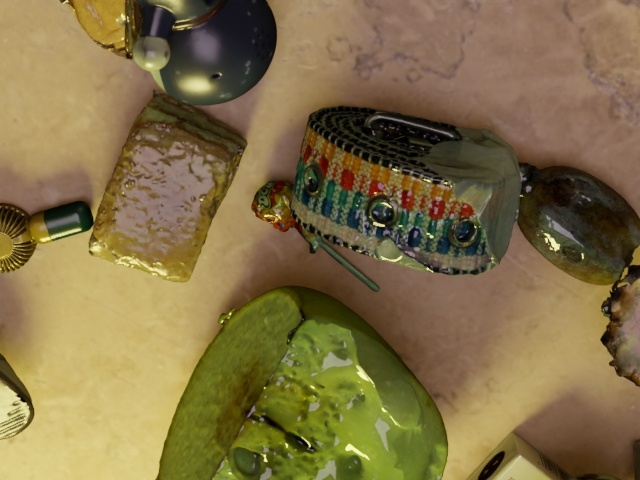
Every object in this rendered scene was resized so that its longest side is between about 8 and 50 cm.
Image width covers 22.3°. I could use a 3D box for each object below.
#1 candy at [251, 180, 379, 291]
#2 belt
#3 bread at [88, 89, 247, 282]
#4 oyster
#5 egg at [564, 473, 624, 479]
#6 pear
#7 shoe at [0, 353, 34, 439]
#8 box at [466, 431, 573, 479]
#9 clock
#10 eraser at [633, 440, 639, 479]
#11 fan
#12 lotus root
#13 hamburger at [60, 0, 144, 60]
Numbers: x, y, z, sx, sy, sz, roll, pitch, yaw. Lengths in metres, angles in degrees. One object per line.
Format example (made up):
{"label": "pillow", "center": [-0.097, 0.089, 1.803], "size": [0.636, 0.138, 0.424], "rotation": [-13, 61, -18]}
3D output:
{"label": "candy", "center": [0.000, 0.000, 1.941], "size": [0.060, 0.060, 0.201], "rotation": [-43, 112, 13]}
{"label": "belt", "center": [0.099, -0.060, 1.831], "size": [0.257, 0.207, 0.150], "rotation": [14, 112, 3]}
{"label": "bread", "center": [-0.179, -0.058, 1.885], "size": [0.138, 0.102, 0.196], "rotation": [23, 107, -11]}
{"label": "oyster", "center": [0.454, 0.080, 1.929], "size": [0.259, 0.092, 0.198], "rotation": [-22, 122, 1]}
{"label": "egg", "center": [0.332, 0.385, 1.940], "size": [0.169, 0.169, 0.231], "rotation": [-7, 119, 2]}
{"label": "pear", "center": [0.001, 0.240, 1.935], "size": [0.318, 0.238, 0.342], "rotation": [26, 102, -22]}
{"label": "shoe", "center": [-0.452, 0.130, 1.954], "size": [0.103, 0.098, 0.275], "rotation": [-35, 108, 19]}
{"label": "box", "center": [0.225, 0.391, 2.064], "size": [0.164, 0.069, 0.256], "rotation": [38, 105, -12]}
{"label": "clock", "center": [-0.141, -0.253, 1.759], "size": [0.146, 0.199, 0.243], "rotation": [5, 145, 27]}
{"label": "eraser", "center": [0.471, 0.418, 2.071], "size": [0.144, 0.078, 0.343], "rotation": [-3, 109, 0]}
{"label": "fan", "center": [-0.346, -0.012, 1.933], "size": [0.155, 0.039, 0.082], "rotation": [-17, 109, 5]}
{"label": "lotus root", "center": [0.294, -0.027, 1.907], "size": [0.192, 0.088, 0.113], "rotation": [36, 90, -11]}
{"label": "hamburger", "center": [-0.247, -0.295, 1.815], "size": [0.102, 0.087, 0.176], "rotation": [9, 121, 14]}
